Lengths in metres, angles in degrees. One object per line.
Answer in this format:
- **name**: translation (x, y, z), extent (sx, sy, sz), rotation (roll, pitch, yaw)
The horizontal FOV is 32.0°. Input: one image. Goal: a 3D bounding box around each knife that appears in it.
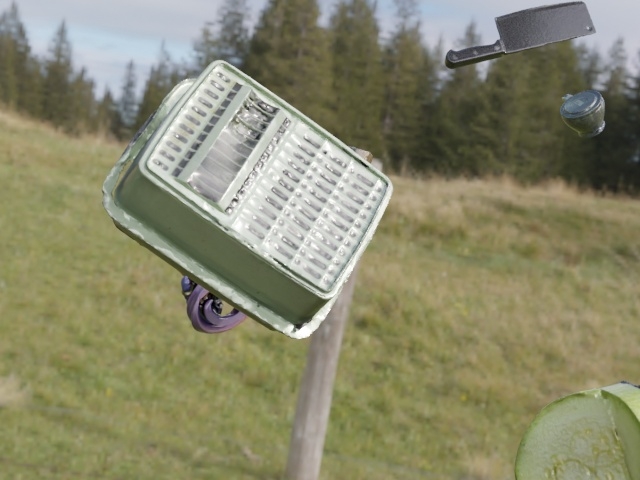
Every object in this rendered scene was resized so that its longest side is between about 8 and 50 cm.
- **knife**: translation (0.311, -0.330, 1.777), extent (0.245, 0.072, 0.019), rotation (-15, -19, -3)

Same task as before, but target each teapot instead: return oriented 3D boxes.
- **teapot**: translation (0.400, -0.193, 1.706), extent (0.066, 0.057, 0.088), rotation (-34, 30, -2)

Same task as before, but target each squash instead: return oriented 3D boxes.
- **squash**: translation (0.364, 0.286, 1.427), extent (0.133, 0.220, 0.220), rotation (4, 8, -27)

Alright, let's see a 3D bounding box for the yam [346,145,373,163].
- **yam**: translation (0.000, 0.000, 1.466), extent (0.046, 0.263, 0.046), rotation (23, -7, 3)

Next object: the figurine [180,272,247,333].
- **figurine**: translation (-0.148, 0.049, 1.593), extent (0.126, 0.114, 0.157), rotation (9, 40, -28)

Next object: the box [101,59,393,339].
- **box**: translation (-0.081, -0.043, 1.253), extent (0.291, 0.220, 0.166), rotation (35, -32, -7)
